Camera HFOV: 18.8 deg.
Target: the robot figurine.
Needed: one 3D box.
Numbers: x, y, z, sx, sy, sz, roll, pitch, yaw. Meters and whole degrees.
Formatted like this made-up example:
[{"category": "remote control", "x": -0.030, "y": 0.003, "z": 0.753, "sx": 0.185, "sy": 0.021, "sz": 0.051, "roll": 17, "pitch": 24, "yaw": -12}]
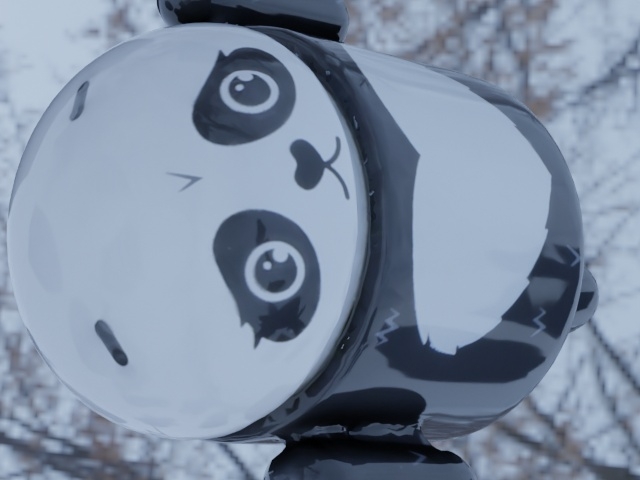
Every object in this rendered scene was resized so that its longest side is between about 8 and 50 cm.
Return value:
[{"category": "robot figurine", "x": 0.002, "y": 0.001, "z": 0.812, "sx": 0.278, "sy": 0.209, "sz": 0.173, "roll": 7, "pitch": -66, "yaw": -49}]
